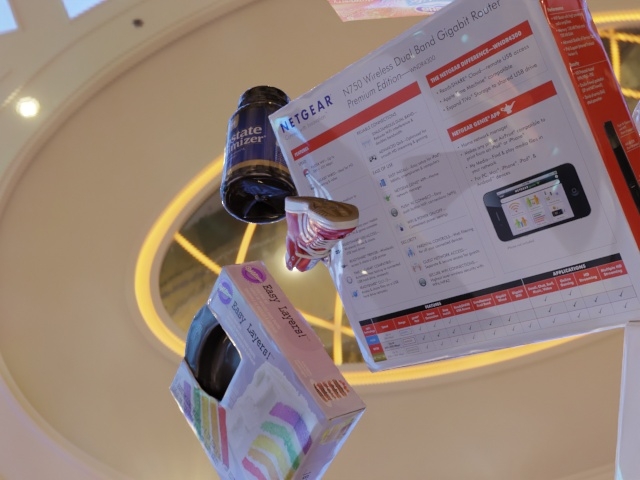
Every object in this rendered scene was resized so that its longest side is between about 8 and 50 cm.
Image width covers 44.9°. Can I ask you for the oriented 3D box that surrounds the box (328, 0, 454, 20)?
[{"bbox_3d":[0.155,-0.394,1.026,0.300,0.142,0.154,0,-97,18],"label":"box"}]

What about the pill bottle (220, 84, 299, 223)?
[{"bbox_3d":[-0.093,-0.143,1.243,0.123,0.123,0.219,4,-130,-7],"label":"pill bottle"}]

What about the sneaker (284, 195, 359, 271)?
[{"bbox_3d":[0.000,0.000,0.660,0.042,0.118,0.067,-2,-80,-21],"label":"sneaker"}]

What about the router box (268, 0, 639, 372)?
[{"bbox_3d":[0.130,-0.047,0.733,0.082,0.335,0.301,-22,-89,-43],"label":"router box"}]

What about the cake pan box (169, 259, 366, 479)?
[{"bbox_3d":[-0.081,0.195,0.984,0.070,0.246,0.267,-4,-135,-42],"label":"cake pan box"}]

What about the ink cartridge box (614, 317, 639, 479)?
[{"bbox_3d":[0.310,0.163,0.495,0.273,0.115,0.198,15,-102,-35],"label":"ink cartridge box"}]

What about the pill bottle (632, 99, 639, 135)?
[{"bbox_3d":[0.617,-0.161,1.230,0.221,0.124,0.124,31,-120,-15],"label":"pill bottle"}]
